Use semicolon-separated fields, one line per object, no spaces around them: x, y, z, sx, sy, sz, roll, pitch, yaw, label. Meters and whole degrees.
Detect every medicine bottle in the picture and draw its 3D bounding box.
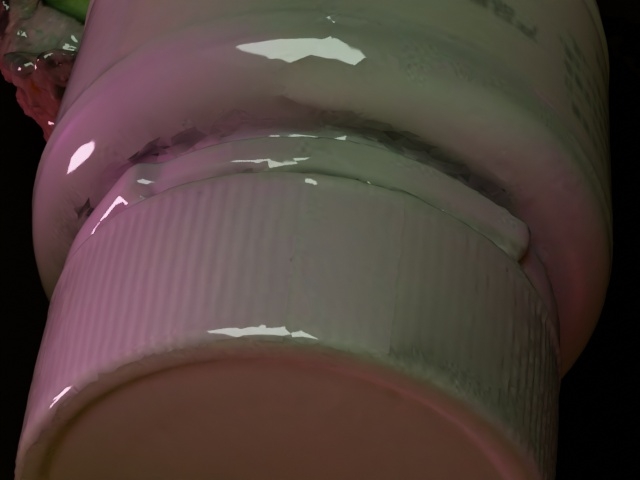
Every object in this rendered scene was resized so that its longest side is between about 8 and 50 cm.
0.000;0.000;0.805;0.241;0.241;0.302;-2;42;10;medicine bottle

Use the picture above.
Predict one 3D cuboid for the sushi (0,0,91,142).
-0.052;-0.118;1.044;0.241;0.107;0.161;-10;44;10;sushi
